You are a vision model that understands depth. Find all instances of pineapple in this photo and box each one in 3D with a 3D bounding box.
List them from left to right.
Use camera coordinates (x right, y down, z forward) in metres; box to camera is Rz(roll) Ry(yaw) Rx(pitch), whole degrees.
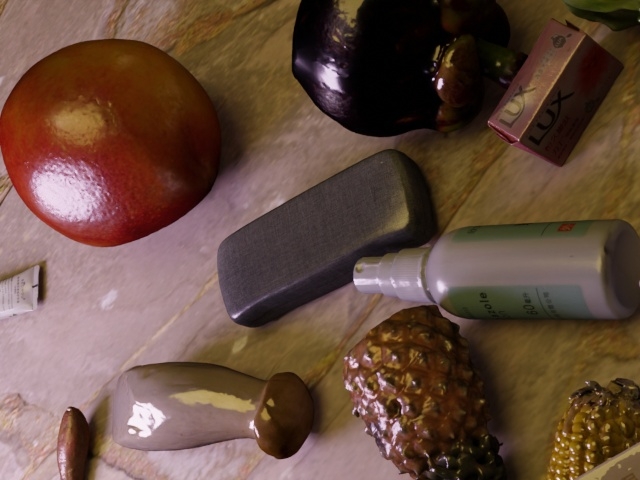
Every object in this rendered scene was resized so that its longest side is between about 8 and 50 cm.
[{"bbox_3d":[0.148,0.247,1.371,0.169,0.169,0.340,-38,63,23],"label":"pineapple"}]

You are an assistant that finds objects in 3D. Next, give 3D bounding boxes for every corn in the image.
[{"bbox_3d":[0.275,0.295,1.269,0.115,0.115,0.317,9,81,41],"label":"corn"}]

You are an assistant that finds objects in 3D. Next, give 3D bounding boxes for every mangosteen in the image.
[{"bbox_3d":[0.109,-0.251,1.517,0.287,0.287,0.233,-50,14,14],"label":"mangosteen"}]

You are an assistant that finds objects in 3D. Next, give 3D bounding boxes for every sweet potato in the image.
[{"bbox_3d":[-0.376,0.354,1.818,0.050,0.050,0.214,1,79,39],"label":"sweet potato"}]

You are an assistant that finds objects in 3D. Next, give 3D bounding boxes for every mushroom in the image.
[{"bbox_3d":[-0.164,0.225,1.644,0.350,0.128,0.128,-1,74,34],"label":"mushroom"}]

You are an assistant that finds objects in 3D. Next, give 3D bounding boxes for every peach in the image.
[{"bbox_3d":[-0.296,-0.139,1.776,0.332,0.308,0.308,17,86,27],"label":"peach"}]

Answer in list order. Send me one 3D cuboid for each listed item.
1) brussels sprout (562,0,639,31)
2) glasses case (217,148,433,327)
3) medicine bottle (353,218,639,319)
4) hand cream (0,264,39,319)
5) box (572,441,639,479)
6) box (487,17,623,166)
[{"bbox_3d":[0.365,-0.364,1.346,0.259,0.227,0.294,-25,26,19],"label":"brussels sprout"},{"bbox_3d":[0.000,0.000,1.616,0.323,0.074,0.131,-28,58,29],"label":"glasses case"},{"bbox_3d":[0.192,0.037,1.423,0.352,0.110,0.110,-3,73,38],"label":"medicine bottle"},{"bbox_3d":[-0.556,0.106,2.054,0.234,0.050,0.080,-18,63,28],"label":"hand cream"},{"bbox_3d":[0.430,0.229,1.133,0.365,0.051,0.204,-34,73,14],"label":"box"},{"bbox_3d":[0.275,-0.171,1.430,0.060,0.111,0.156,36,100,40],"label":"box"}]
